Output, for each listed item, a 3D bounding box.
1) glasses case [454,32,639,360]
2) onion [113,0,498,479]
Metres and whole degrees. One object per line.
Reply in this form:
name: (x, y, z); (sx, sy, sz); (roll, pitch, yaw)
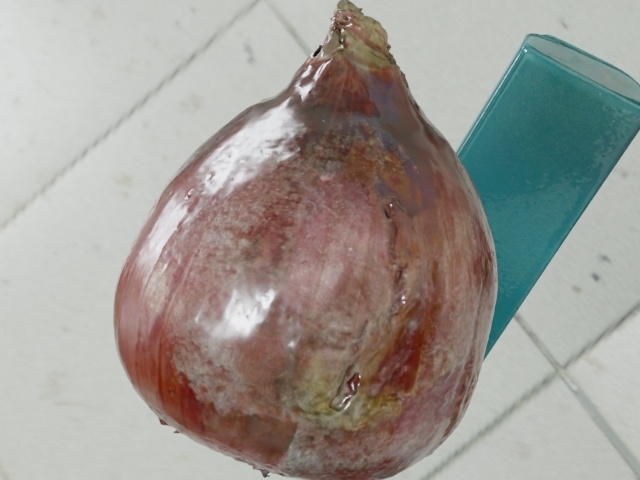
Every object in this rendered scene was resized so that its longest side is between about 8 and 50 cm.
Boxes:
glasses case: (0.144, -0.024, 1.244); (0.117, 0.070, 0.301); (27, 120, -6)
onion: (0.000, 0.000, 0.614); (0.159, 0.159, 0.195); (19, 102, 27)
